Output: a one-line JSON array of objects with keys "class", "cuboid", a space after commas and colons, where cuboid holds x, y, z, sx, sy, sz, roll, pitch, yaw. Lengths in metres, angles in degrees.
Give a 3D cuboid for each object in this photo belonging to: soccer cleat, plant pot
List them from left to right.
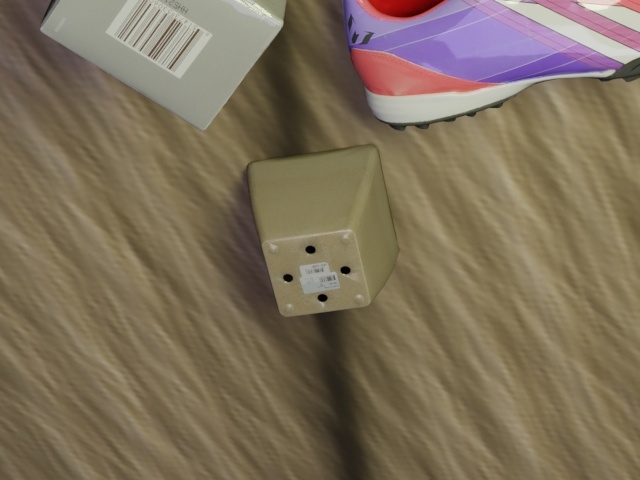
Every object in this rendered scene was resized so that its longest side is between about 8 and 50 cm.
[{"class": "plant pot", "cuboid": [0.000, 0.000, 1.193, 0.109, 0.096, 0.109, -8, 121, 9]}, {"class": "soccer cleat", "cuboid": [0.170, -0.173, 1.064, 0.318, 0.109, 0.116, -14, 122, 16]}]

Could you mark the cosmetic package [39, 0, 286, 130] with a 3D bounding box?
[{"class": "cosmetic package", "cuboid": [-0.090, -0.191, 0.994, 0.127, 0.238, 0.107, 30, 123, -18]}]
